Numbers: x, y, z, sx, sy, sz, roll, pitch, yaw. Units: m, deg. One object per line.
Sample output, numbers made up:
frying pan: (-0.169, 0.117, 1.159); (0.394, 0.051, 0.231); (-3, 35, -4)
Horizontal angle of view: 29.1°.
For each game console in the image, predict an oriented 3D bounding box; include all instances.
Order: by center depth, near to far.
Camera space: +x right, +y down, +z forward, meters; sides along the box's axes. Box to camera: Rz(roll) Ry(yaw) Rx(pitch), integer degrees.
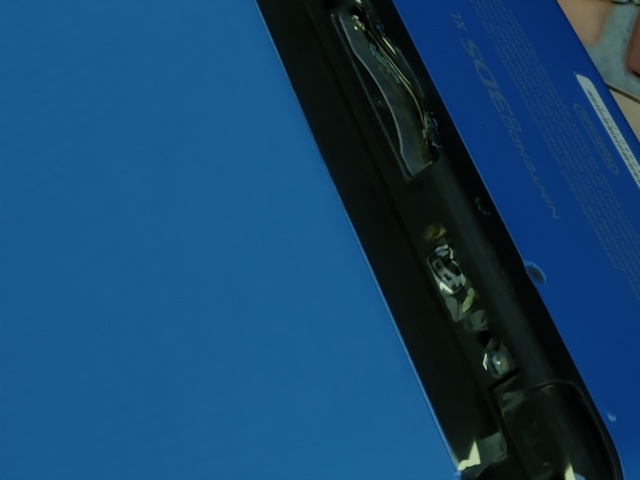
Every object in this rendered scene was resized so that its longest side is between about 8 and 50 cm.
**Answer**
game console: (0.000, 0.000, 0.459); (0.250, 0.173, 0.293); (9, 50, -46)

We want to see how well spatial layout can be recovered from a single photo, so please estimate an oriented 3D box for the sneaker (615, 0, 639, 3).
sneaker: (0.185, -0.166, 0.617); (0.167, 0.065, 0.076); (-7, 59, -20)
